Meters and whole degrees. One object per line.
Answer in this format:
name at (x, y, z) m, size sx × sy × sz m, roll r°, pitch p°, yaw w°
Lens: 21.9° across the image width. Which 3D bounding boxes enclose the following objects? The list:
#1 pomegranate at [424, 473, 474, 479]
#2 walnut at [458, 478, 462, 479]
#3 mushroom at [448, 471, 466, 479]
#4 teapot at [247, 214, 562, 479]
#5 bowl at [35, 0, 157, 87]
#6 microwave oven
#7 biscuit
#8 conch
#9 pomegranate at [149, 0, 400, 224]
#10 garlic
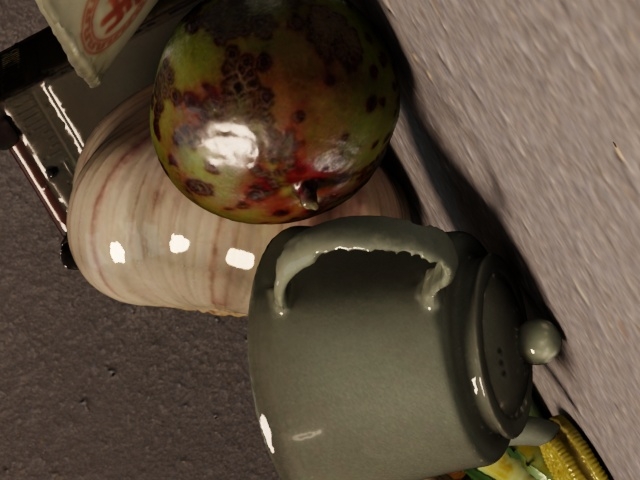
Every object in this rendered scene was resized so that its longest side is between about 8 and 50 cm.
pomegranate at (0.120, 0.206, 1.223) m, size 0.142 × 0.115 × 0.114 m, roll 29°, pitch 180°, yaw -7°
walnut at (0.131, 0.270, 1.774) m, size 0.116 × 0.115 × 0.207 m, roll 59°, pitch 176°, yaw 14°
mushroom at (0.045, 0.096, 1.320) m, size 0.231 × 0.138 × 0.194 m, roll 59°, pitch 177°, yaw 12°
teapot at (0.056, 0.058, 0.899) m, size 0.239 × 0.149 × 0.162 m, roll 55°, pitch -144°, yaw -48°
bowl at (-0.147, -0.268, 0.928) m, size 0.337 × 0.157 × 0.337 m, roll 61°, pitch 177°, yaw 5°
microwave oven at (-0.133, -0.108, 1.355) m, size 0.188 × 0.247 × 0.178 m, roll 63°, pitch 179°, yaw -19°
biscuit at (0.162, 0.148, 1.028) m, size 0.084 × 0.023 × 0.084 m, roll 59°, pitch 176°, yaw 6°
conch at (0.124, 0.132, 1.110) m, size 0.170 × 0.079 × 0.106 m, roll 45°, pitch -178°, yaw 2°
pomegranate at (-0.022, -0.093, 0.913) m, size 0.148 × 0.148 × 0.169 m, roll 67°, pitch -150°, yaw -63°
garlic at (-0.050, -0.068, 1.142) m, size 0.245 × 0.245 × 0.253 m, roll -128°, pitch 44°, yaw -65°
